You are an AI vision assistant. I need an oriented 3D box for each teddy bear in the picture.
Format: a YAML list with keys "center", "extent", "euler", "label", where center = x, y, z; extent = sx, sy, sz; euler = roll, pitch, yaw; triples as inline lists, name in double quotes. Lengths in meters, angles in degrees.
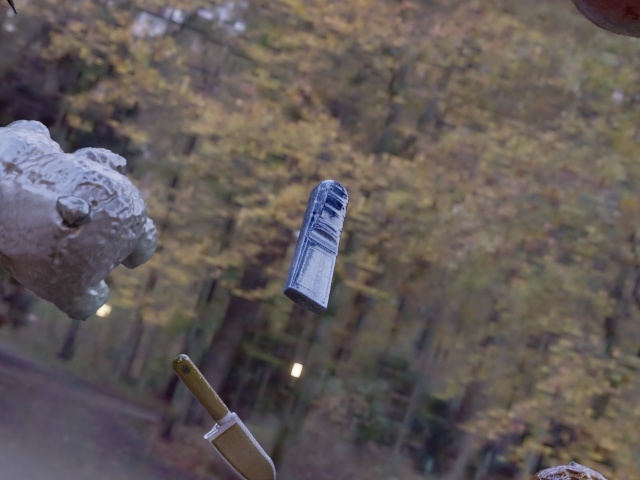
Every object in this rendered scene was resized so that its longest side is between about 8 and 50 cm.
- center: [-0.313, -0.029, 1.580]
  extent: [0.267, 0.236, 0.151]
  euler: [19, -36, 38]
  label: "teddy bear"

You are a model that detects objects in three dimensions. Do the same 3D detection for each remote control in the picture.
- center: [-0.001, 0.001, 1.355]
  extent: [0.043, 0.152, 0.027]
  euler: [36, -45, -24]
  label: "remote control"

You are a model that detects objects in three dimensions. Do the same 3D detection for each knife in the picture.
- center: [-0.112, 0.218, 1.650]
  extent: [0.022, 0.046, 0.256]
  euler: [42, -12, 51]
  label: "knife"

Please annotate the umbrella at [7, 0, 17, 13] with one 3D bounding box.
- center: [-0.358, -0.295, 1.583]
  extent: [0.013, 0.022, 0.122]
  euler: [22, -35, 27]
  label: "umbrella"

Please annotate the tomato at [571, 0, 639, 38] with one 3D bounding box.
- center: [0.330, -0.305, 1.451]
  extent: [0.309, 0.170, 0.309]
  euler: [12, -44, 12]
  label: "tomato"

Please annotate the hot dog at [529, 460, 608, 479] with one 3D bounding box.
- center: [0.299, 0.357, 1.772]
  extent: [0.161, 0.099, 0.227]
  euler: [0, -37, 4]
  label: "hot dog"
